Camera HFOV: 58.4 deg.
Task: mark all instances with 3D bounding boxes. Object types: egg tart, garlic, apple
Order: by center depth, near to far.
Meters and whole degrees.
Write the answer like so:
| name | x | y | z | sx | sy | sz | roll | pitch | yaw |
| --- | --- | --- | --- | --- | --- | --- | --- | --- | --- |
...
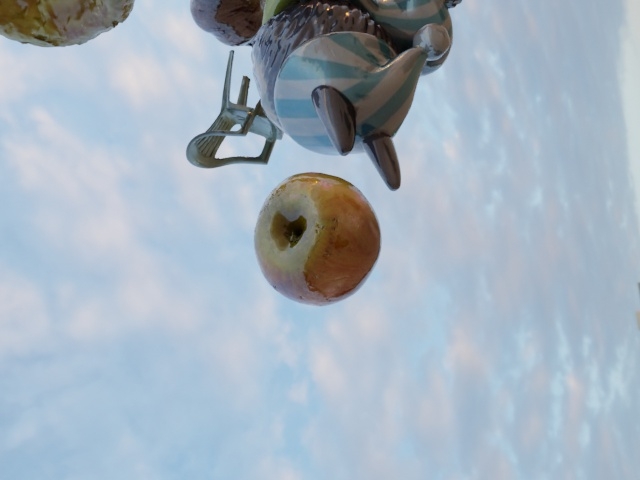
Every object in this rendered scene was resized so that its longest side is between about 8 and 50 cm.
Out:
| name | x | y | z | sx | sy | sz | roll | pitch | yaw |
| --- | --- | --- | --- | --- | --- | --- | --- | --- | --- |
| apple | 0.000 | 0.000 | 0.628 | 0.146 | 0.146 | 0.147 | 18 | -113 | -49 |
| egg tart | -0.498 | -0.487 | 0.945 | 0.387 | 0.387 | 0.169 | 26 | -122 | -46 |
| garlic | -0.146 | -0.511 | 1.175 | 0.244 | 0.160 | 0.245 | -32 | -40 | -31 |

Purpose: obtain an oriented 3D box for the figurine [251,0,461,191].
| name | x | y | z | sx | sy | sz | roll | pitch | yaw |
| --- | --- | --- | --- | --- | --- | --- | --- | --- | --- |
| figurine | 0.087 | -0.227 | 0.898 | 0.266 | 0.360 | 0.378 | 84 | 173 | -66 |

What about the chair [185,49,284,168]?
| name | x | y | z | sx | sy | sz | roll | pitch | yaw |
| --- | --- | --- | --- | --- | --- | --- | --- | --- | --- |
| chair | -0.187 | -0.294 | 1.378 | 0.203 | 0.190 | 0.275 | 57 | -132 | -73 |
